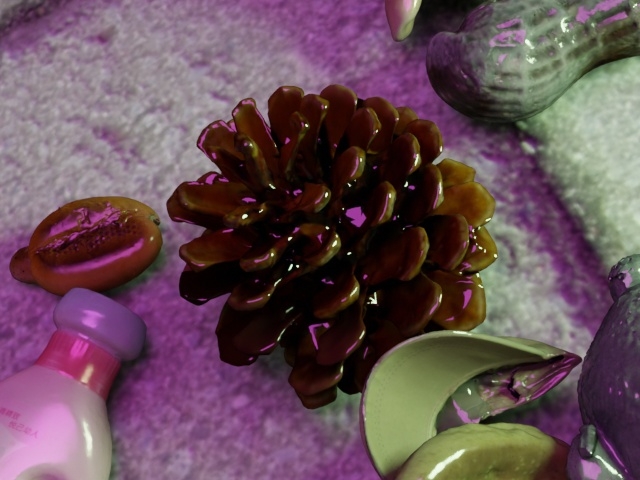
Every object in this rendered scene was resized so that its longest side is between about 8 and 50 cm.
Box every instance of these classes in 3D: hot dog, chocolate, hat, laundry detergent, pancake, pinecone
[{"bbox_3d":[-0.203,0.010,1.648,0.140,0.060,0.090,-20,59,-1],"label":"hot dog"},{"bbox_3d":[0.208,-0.176,1.588,0.248,0.110,0.110,-25,63,4],"label":"chocolate"},{"bbox_3d":[0.087,0.120,1.431,0.166,0.173,0.144,-60,23,0],"label":"hat"},{"bbox_3d":[-0.247,0.198,1.557,0.159,0.088,0.335,22,74,18],"label":"laundry detergent"},{"bbox_3d":[0.134,0.242,1.372,0.050,0.242,0.242,4,63,55],"label":"pancake"},{"bbox_3d":[-0.005,-0.008,1.496,0.264,0.264,0.264,-6,66,13],"label":"pinecone"}]

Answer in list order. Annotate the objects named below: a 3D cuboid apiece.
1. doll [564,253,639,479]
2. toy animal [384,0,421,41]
[{"bbox_3d":[0.355,0.096,1.387,0.340,0.158,0.245,2,54,12],"label":"doll"},{"bbox_3d":[0.151,-0.286,1.605,0.250,0.154,0.166,-24,56,34],"label":"toy animal"}]
